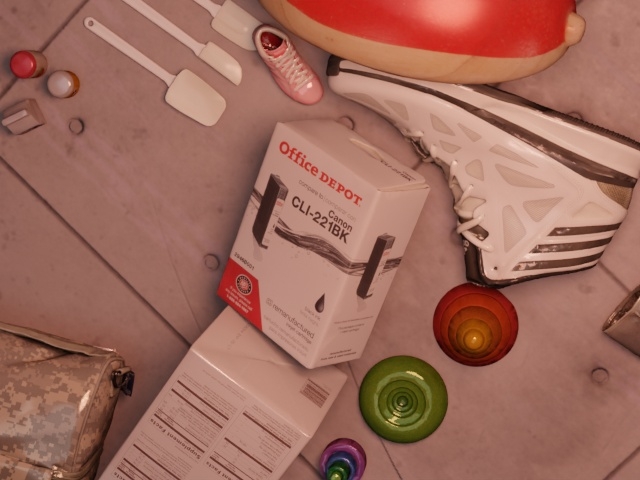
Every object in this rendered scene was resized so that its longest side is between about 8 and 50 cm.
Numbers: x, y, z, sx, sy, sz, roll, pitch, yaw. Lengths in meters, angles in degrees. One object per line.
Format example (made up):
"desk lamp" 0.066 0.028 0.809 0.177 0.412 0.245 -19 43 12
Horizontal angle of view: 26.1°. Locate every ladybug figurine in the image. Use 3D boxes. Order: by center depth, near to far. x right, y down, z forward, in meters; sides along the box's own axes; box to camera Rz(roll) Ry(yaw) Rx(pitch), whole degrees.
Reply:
"ladybug figurine" 0.122 -0.346 1.744 0.449 0.305 0.162 17 139 10

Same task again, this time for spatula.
"spatula" -0.207 -0.291 1.943 0.242 0.019 0.168 35 101 2

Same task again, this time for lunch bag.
"lunch bag" -0.439 0.242 1.943 0.305 0.212 0.256 17 100 5

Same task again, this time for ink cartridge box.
"ink cartridge box" 0.000 0.000 1.832 0.197 0.114 0.273 36 116 33

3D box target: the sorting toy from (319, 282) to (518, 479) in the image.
"sorting toy" 0.127 0.214 1.905 0.127 0.126 0.365 43 100 1

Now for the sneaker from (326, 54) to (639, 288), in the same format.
"sneaker" 0.189 -0.081 1.836 0.447 0.169 0.258 21 98 3

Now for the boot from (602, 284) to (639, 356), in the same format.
"boot" 0.515 0.124 1.859 0.208 0.076 0.190 45 110 3

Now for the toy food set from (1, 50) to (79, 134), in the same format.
"toy food set" -0.464 -0.196 1.946 0.232 0.104 0.111 -23 93 10

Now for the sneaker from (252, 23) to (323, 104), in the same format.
"sneaker" -0.046 -0.241 1.896 0.051 0.070 0.134 -39 96 1

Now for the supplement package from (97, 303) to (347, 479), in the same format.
"supplement package" -0.131 0.258 1.884 0.198 0.199 0.263 36 114 2
